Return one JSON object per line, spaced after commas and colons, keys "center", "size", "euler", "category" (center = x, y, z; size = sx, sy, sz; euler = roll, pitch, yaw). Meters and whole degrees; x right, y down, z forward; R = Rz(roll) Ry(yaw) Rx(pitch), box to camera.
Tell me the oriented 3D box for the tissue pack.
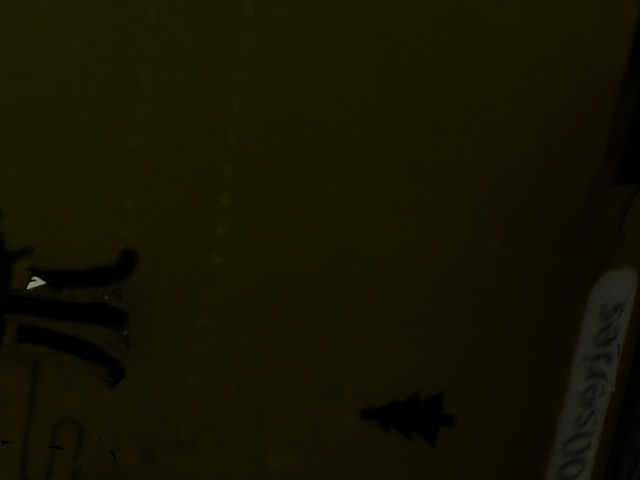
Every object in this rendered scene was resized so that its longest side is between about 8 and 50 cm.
{"center": [-0.048, -0.014, 0.523], "size": [0.253, 0.264, 0.416], "euler": [-102, 21, -68], "category": "tissue pack"}
